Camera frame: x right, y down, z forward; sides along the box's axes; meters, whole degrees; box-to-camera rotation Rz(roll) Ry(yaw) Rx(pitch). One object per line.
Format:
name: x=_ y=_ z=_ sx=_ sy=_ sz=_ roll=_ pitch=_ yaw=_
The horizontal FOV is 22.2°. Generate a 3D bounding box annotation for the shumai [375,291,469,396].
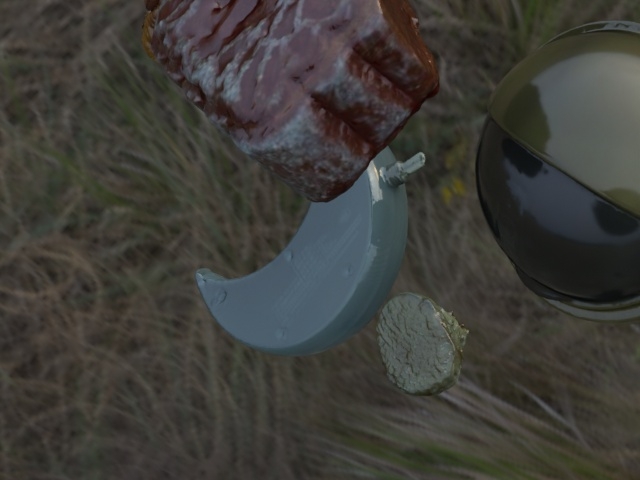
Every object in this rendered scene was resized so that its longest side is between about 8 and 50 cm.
shumai: x=0.126 y=0.117 z=1.819 sx=0.099 sy=0.087 sz=0.123 roll=-42 pitch=59 yaw=33

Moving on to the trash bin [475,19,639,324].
trash bin: x=0.244 y=-0.044 z=1.186 sx=0.214 sy=0.334 sz=0.214 roll=-3 pitch=85 yaw=39

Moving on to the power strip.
power strip: x=0.000 y=0.000 z=1.406 sx=0.253 sy=0.054 sz=0.167 roll=-50 pitch=55 yaw=24

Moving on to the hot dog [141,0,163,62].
hot dog: x=-0.165 y=-0.285 z=1.791 sx=0.047 sy=0.215 sz=0.066 roll=0 pitch=51 yaw=-22

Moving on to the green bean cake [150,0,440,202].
green bean cake: x=-0.009 y=-0.151 z=1.078 sx=0.198 sy=0.097 sz=0.232 roll=-48 pitch=38 yaw=9
